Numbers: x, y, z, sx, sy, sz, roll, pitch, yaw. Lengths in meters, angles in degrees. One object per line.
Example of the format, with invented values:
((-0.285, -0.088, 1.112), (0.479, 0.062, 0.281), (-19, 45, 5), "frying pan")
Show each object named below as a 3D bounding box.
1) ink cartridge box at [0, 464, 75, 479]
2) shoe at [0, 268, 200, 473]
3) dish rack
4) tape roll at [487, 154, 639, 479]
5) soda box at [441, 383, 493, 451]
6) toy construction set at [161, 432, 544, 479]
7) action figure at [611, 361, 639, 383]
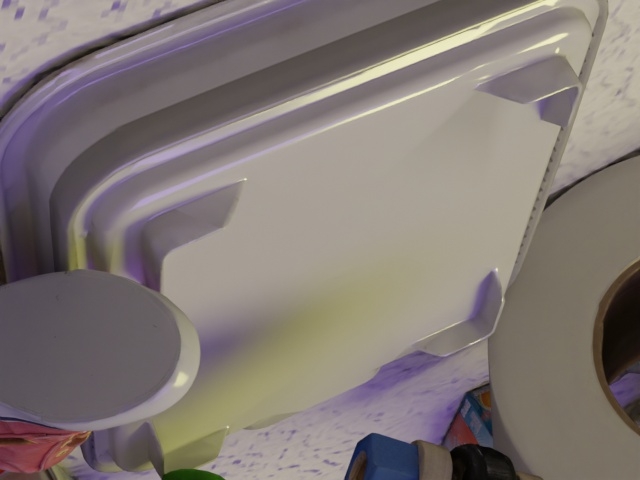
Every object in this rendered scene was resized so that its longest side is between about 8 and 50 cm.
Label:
((-0.253, 0.198, 0.939), (0.275, 0.060, 0.239), (-30, 157, -2), "ink cartridge box")
((-0.109, 0.057, 0.743), (0.178, 0.063, 0.081), (-5, 156, 31), "shoe")
((0.000, 0.000, 0.836), (0.285, 0.072, 0.333), (-24, 156, -17), "dish rack")
((0.219, 0.090, 1.040), (0.246, 0.246, 0.169), (-28, 156, -6), "tape roll")
((0.123, 0.163, 1.293), (0.063, 0.058, 0.183), (-20, 153, -21), "soda box")
((0.047, 0.255, 0.872), (0.257, 0.237, 0.309), (-23, 140, 40), "toy construction set")
((0.310, 0.184, 1.240), (0.275, 0.248, 0.370), (3, -160, 21), "action figure")
